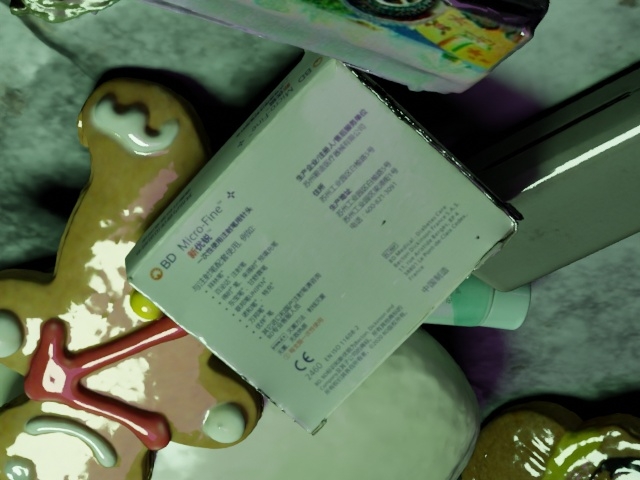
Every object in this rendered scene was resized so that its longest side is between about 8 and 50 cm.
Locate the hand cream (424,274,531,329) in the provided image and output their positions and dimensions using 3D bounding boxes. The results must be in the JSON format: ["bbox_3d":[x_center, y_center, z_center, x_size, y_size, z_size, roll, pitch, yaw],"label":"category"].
[{"bbox_3d":[0.064,0.030,1.215,0.174,0.076,0.047,11,164,-17],"label":"hand cream"}]

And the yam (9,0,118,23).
[{"bbox_3d":[-0.099,-0.224,0.726,0.106,0.259,0.106,6,150,4],"label":"yam"}]

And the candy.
[{"bbox_3d":[-0.086,0.168,1.321,0.427,0.186,0.386,-16,137,15],"label":"candy"}]

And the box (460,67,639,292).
[{"bbox_3d":[0.185,-0.046,1.110,0.244,0.055,0.103,-28,133,34],"label":"box"}]

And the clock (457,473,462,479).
[{"bbox_3d":[0.126,0.320,1.599,0.325,0.067,0.325,2,143,1],"label":"clock"}]

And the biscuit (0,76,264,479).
[{"bbox_3d":[-0.129,0.071,1.143,0.216,0.047,0.339,30,109,-11],"label":"biscuit"}]

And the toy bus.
[{"bbox_3d":[-0.038,-0.175,0.912,0.317,0.112,0.138,15,152,-15],"label":"toy bus"}]

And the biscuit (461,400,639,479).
[{"bbox_3d":[0.246,0.247,1.388,0.290,0.041,0.208,33,124,12],"label":"biscuit"}]

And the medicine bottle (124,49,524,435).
[{"bbox_3d":[0.000,0.000,1.071,0.171,0.052,0.201,40,101,-15],"label":"medicine bottle"}]
